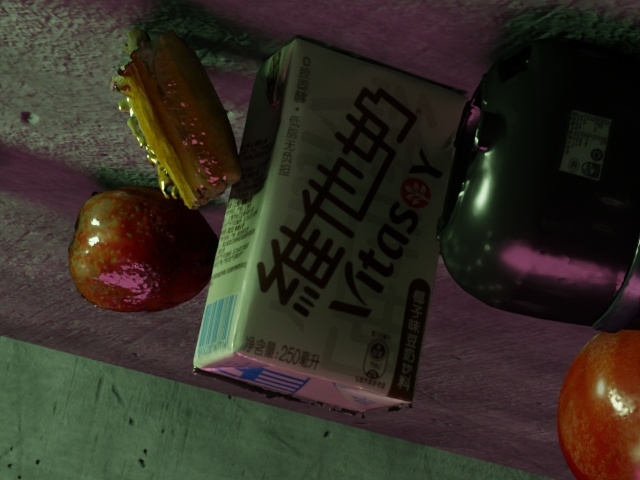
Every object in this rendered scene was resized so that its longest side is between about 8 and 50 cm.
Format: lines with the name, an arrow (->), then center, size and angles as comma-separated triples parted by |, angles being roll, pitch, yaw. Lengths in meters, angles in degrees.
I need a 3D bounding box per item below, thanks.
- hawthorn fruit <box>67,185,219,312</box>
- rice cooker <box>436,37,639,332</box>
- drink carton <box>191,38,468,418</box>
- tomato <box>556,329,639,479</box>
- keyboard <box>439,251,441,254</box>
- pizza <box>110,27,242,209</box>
hawthorn fruit -> -0.215, 0.018, 2.341 | 0.235, 0.181, 0.181 | 9, 166, 8
rice cooker -> 0.228, -0.048, 1.565 | 0.224, 0.267, 0.267 | 16, 166, -3
drink carton -> 0.011, -0.007, 1.729 | 0.194, 0.324, 0.132 | 16, 165, -20
tomato -> 0.492, 0.244, 2.409 | 0.325, 0.289, 0.293 | 19, 144, -16
keyboard -> 0.099, -0.013, 2.211 | 0.310, 0.018, 0.101 | 21, -174, -34
pizza -> -0.149, -0.123, 1.780 | 0.071, 0.189, 0.297 | -29, -173, -16
